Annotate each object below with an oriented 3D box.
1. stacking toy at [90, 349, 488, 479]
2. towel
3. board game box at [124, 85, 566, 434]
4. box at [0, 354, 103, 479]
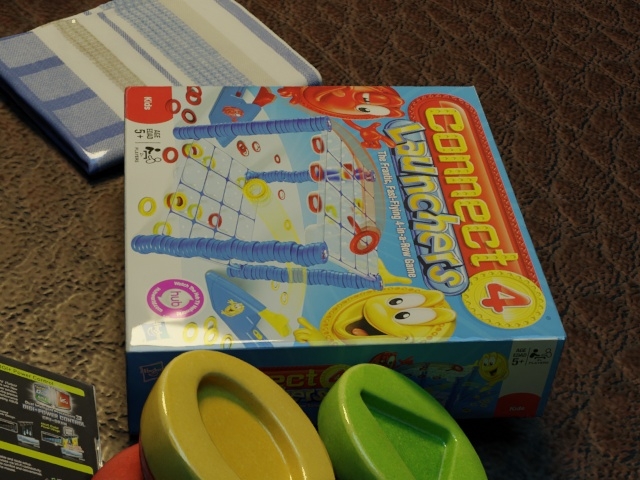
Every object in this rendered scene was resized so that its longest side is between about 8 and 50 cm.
[{"bbox_3d":[0.016,0.217,0.714,0.309,0.130,0.279,54,25,19],"label":"stacking toy"},{"bbox_3d":[-0.161,-0.165,1.172,0.285,0.034,0.209,-26,56,-36],"label":"towel"},{"bbox_3d":[0.000,0.000,0.942,0.302,0.086,0.308,-2,42,-9],"label":"board game box"},{"bbox_3d":[-0.245,0.138,0.672,0.270,0.060,0.216,24,30,-34],"label":"box"}]
